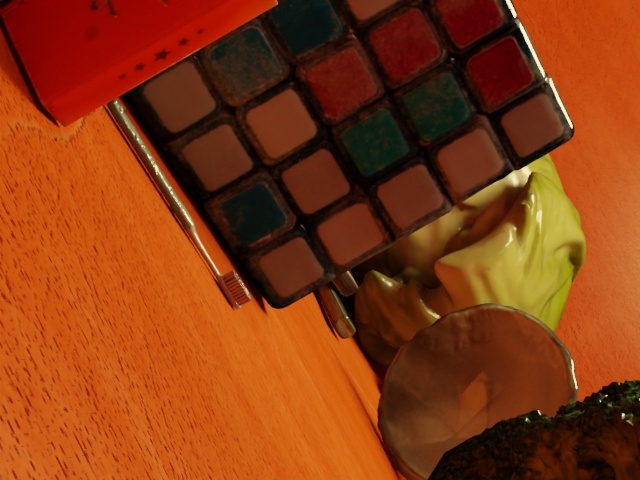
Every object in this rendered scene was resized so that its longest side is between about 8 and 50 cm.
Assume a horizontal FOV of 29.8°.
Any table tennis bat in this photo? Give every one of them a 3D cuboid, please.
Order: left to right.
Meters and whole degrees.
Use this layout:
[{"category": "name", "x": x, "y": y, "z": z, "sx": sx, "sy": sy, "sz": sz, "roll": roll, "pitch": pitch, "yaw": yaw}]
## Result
[{"category": "table tennis bat", "x": -0.014, "y": 0.021, "z": 1.422, "sx": 0.154, "sy": 0.021, "sz": 0.274, "roll": 56, "pitch": 4, "yaw": -40}]

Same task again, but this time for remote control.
[{"category": "remote control", "x": 0.000, "y": 0.000, "z": 1.435, "sx": 0.059, "sy": 0.028, "sz": 0.212, "roll": 52, "pitch": 3, "yaw": -28}]

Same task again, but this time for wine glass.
[{"category": "wine glass", "x": 0.234, "y": 0.238, "z": 1.324, "sx": 0.406, "sy": 0.267, "sz": 0.267, "roll": 49, "pitch": 11, "yaw": -52}]

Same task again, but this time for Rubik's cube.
[{"category": "Rubik's cube", "x": -0.006, "y": -0.170, "z": 1.010, "sx": 0.287, "sy": 0.292, "sz": 0.293, "roll": 59, "pitch": 3, "yaw": -25}]

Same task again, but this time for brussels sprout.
[{"category": "brussels sprout", "x": 0.195, "y": 0.018, "z": 1.660, "sx": 0.361, "sy": 0.342, "sz": 0.425, "roll": 48, "pitch": 21, "yaw": -37}]

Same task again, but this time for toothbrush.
[{"category": "toothbrush", "x": -0.094, "y": -0.024, "z": 0.810, "sx": 0.167, "sy": 0.014, "sz": 0.011, "roll": 59, "pitch": 13, "yaw": -14}]

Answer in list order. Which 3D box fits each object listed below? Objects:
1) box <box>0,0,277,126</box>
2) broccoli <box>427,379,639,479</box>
[{"category": "box", "x": -0.135, "y": -0.193, "z": 0.673, "sx": 0.245, "sy": 0.139, "sz": 0.035, "roll": 63, "pitch": 3, "yaw": 25}, {"category": "broccoli", "x": 0.159, "y": 0.213, "z": 0.634, "sx": 0.245, "sy": 0.265, "sz": 0.295, "roll": -88, "pitch": 174, "yaw": -56}]
